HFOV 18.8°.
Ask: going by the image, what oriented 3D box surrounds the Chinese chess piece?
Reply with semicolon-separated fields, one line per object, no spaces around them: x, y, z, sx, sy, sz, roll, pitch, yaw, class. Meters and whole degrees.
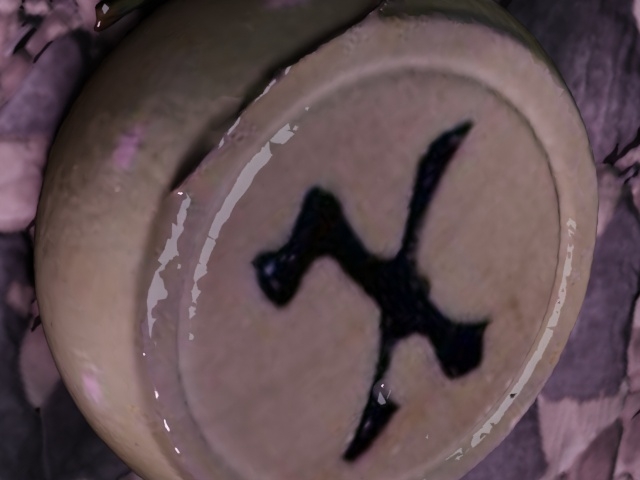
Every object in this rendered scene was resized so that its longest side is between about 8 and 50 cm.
0.000;0.000;0.745;0.238;0.092;0.237;-14;117;-29;Chinese chess piece
